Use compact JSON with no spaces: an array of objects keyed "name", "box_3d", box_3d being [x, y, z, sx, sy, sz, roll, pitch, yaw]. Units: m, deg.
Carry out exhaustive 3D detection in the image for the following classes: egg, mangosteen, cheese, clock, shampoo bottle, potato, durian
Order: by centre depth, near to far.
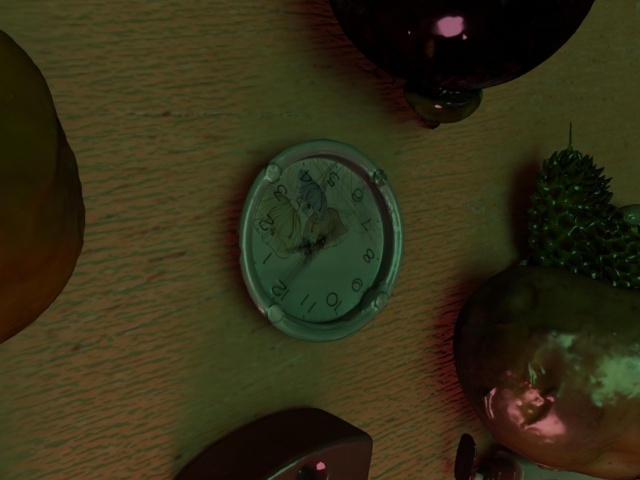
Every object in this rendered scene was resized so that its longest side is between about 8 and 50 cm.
[{"name":"cheese","box_3d":[-0.064,0.284,0.627,0.177,0.128,0.203,14,87,-30]},{"name":"mangosteen","box_3d":[0.148,-0.300,0.690,0.306,0.359,0.306,3,65,-7]},{"name":"clock","box_3d":[0.000,0.000,0.700,0.236,0.053,0.236,-2,93,-34]},{"name":"potato","box_3d":[0.301,0.183,0.800,0.237,0.301,0.289,0,62,-16]},{"name":"shampoo bottle","box_3d":[0.301,0.364,0.879,0.284,0.071,0.153,25,91,-30]},{"name":"durian","box_3d":[0.422,0.010,0.940,0.355,0.157,0.169,53,26,-30]},{"name":"egg","box_3d":[0.554,-0.022,1.032,0.110,0.085,0.085,19,80,-31]}]

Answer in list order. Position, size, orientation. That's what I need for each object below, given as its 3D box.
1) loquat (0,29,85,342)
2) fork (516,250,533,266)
[{"name":"loquat","box_3d":[-0.305,-0.024,0.376,0.284,0.276,0.276,-33,108,-45]},{"name":"fork","box_3d":[0.351,0.014,0.938,0.219,0.028,0.034,-38,106,-26]}]
